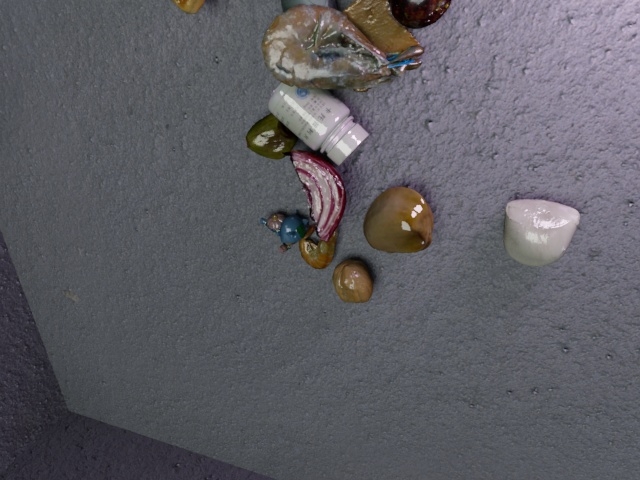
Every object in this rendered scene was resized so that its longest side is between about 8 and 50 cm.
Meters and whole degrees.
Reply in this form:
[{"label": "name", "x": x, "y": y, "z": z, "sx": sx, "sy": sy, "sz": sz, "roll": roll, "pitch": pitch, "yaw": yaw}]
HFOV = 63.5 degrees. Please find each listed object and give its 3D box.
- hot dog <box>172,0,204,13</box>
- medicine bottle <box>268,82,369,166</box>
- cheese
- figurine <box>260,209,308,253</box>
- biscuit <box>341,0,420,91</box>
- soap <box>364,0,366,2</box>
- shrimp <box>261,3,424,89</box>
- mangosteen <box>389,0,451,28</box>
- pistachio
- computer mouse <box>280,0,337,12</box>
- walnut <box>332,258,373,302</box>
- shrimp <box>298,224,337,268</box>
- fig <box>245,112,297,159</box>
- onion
[{"label": "hot dog", "x": -0.419, "y": -0.801, "z": 1.537, "sx": 0.257, "sy": 0.153, "sz": 0.150, "roll": 44, "pitch": 130, "yaw": 0}, {"label": "medicine bottle", "x": -0.005, "y": -0.370, "z": 1.576, "sx": 0.293, "sy": 0.170, "sz": 0.170, "roll": 42, "pitch": 126, "yaw": -2}, {"label": "cheese", "x": 0.626, "y": -0.017, "z": 1.495, "sx": 0.198, "sy": 0.154, "sz": 0.188, "roll": 12, "pitch": 126, "yaw": 18}, {"label": "figurine", "x": -0.126, "y": -0.035, "z": 1.862, "sx": 0.178, "sy": 0.114, "sz": 0.144, "roll": 21, "pitch": 129, "yaw": 28}, {"label": "biscuit", "x": 0.133, "y": -0.555, "z": 1.463, "sx": 0.237, "sy": 0.013, "sz": 0.232, "roll": -27, "pitch": 122, "yaw": 32}, {"label": "soap", "x": 0.091, "y": -0.753, "z": 1.383, "sx": 0.203, "sy": 0.065, "sz": 0.122, "roll": 45, "pitch": 126, "yaw": -4}, {"label": "shrimp", "x": 0.060, "y": -0.524, "z": 1.430, "sx": 0.446, "sy": 0.110, "sz": 0.221, "roll": 6, "pitch": 109, "yaw": 0}, {"label": "mangosteen", "x": 0.246, "y": -0.638, "z": 1.322, "sx": 0.184, "sy": 0.172, "sz": 0.172, "roll": 48, "pitch": 125, "yaw": -4}, {"label": "pistachio", "x": 0.236, "y": -0.060, "z": 1.653, "sx": 0.261, "sy": 0.163, "sz": 0.212, "roll": -10, "pitch": 92, "yaw": 43}, {"label": "computer mouse", "x": -0.043, "y": -0.699, "z": 1.405, "sx": 0.167, "sy": 0.090, "sz": 0.379, "roll": 14, "pitch": 140, "yaw": 17}, {"label": "walnut", "x": 0.114, "y": 0.145, "z": 1.828, "sx": 0.167, "sy": 0.149, "sz": 0.166, "roll": 40, "pitch": 158, "yaw": 20}, {"label": "shrimp", "x": 0.000, "y": 0.000, "z": 1.846, "sx": 0.150, "sy": 0.068, "sz": 0.248, "roll": 37, "pitch": 127, "yaw": 11}, {"label": "fig", "x": -0.160, "y": -0.335, "z": 1.683, "sx": 0.166, "sy": 0.154, "sz": 0.144, "roll": -13, "pitch": 70, "yaw": -5}, {"label": "onion", "x": 0.004, "y": -0.166, "z": 1.657, "sx": 0.146, "sy": 0.280, "sz": 0.314, "roll": -24, "pitch": 101, "yaw": 6}]
